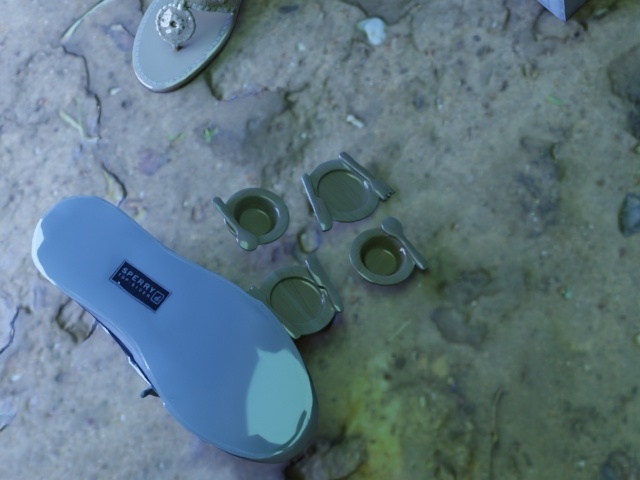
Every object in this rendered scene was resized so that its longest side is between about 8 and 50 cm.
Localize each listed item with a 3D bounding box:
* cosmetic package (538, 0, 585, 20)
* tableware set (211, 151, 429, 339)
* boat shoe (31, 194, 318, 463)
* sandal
[{"bbox_3d":[0.141,-0.394,1.373,0.197,0.155,0.365,-44,70,-5],"label":"cosmetic package"},{"bbox_3d":[0.000,0.000,1.293,0.168,0.020,0.141,-24,65,-22],"label":"tableware set"},{"bbox_3d":[-0.109,0.080,1.254,0.306,0.105,0.113,32,79,30],"label":"boat shoe"},{"bbox_3d":[-0.100,-0.249,1.421,0.088,0.079,0.240,32,75,23],"label":"sandal"}]
